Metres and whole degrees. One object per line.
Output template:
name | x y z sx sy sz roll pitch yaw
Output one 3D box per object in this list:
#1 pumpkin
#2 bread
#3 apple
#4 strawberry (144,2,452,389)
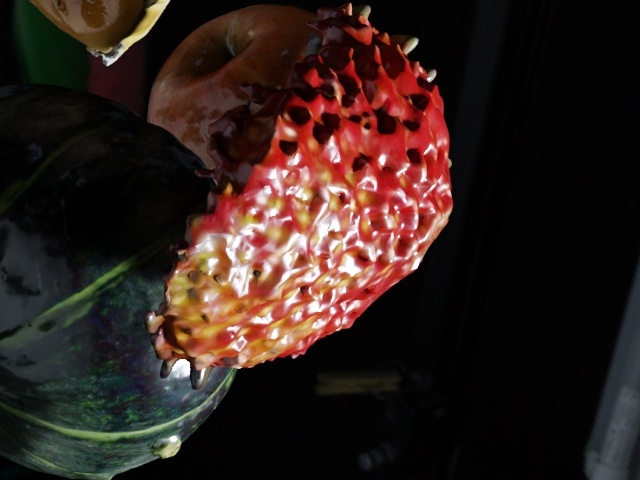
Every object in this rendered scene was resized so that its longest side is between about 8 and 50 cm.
pumpkin | -0.203 0.031 0.926 0.323 0.241 0.323 30 -39 27
bread | -0.299 -0.337 1.428 0.241 0.107 0.136 43 -64 1
apple | -0.058 -0.130 1.326 0.253 0.253 0.253 25 -58 47
strawberry | 0.000 0.000 0.722 0.138 0.306 0.233 21 -59 3
